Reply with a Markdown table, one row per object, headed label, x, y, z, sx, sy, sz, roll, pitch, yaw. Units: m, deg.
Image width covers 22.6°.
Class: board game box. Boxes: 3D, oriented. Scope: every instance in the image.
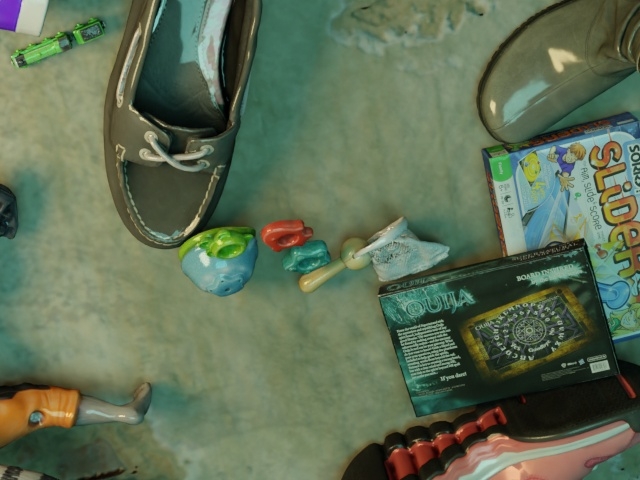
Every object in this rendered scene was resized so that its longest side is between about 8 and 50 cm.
| label | x | y | z | sx | sy | sz | roll | pitch | yaw |
| --- | --- | --- | --- | --- | --- | --- | --- | --- | --- |
| board game box | 0.228 | 0.000 | 1.415 | 0.136 | 0.035 | 0.201 | -15 | 110 | -2 |
| board game box | 0.156 | 0.078 | 1.404 | 0.186 | 0.026 | 0.126 | -13 | 109 | 13 |

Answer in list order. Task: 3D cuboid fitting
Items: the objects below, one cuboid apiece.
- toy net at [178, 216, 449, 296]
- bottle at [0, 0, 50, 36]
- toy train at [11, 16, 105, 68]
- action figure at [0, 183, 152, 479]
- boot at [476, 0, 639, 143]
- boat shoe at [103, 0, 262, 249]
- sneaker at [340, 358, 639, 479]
| label | x | y | z | sx | sy | sz | roll | pitch | yaw |
| --- | --- | --- | --- | --- | --- | --- | --- | --- | --- |
| toy net | 0.000 | 0.000 | 1.361 | 0.232 | 0.045 | 0.122 | -6 | 150 | -17 |
| bottle | -0.347 | -0.224 | 1.234 | 0.283 | 0.092 | 0.118 | 13 | 101 | -12 |
| toy train | -0.214 | -0.160 | 1.310 | 0.083 | 0.023 | 0.017 | -23 | 110 | 0 |
| action figure | -0.299 | 0.126 | 1.319 | 0.330 | 0.178 | 0.341 | 23 | 106 | -24 |
| boot | 0.240 | -0.157 | 1.298 | 0.246 | 0.161 | 0.083 | -38 | 108 | 6 |
| boat shoe | -0.110 | -0.143 | 1.291 | 0.112 | 0.095 | 0.335 | 8 | 107 | -10 |
| sneaker | 0.177 | 0.209 | 1.454 | 0.314 | 0.116 | 0.136 | -23 | 120 | 8 |
